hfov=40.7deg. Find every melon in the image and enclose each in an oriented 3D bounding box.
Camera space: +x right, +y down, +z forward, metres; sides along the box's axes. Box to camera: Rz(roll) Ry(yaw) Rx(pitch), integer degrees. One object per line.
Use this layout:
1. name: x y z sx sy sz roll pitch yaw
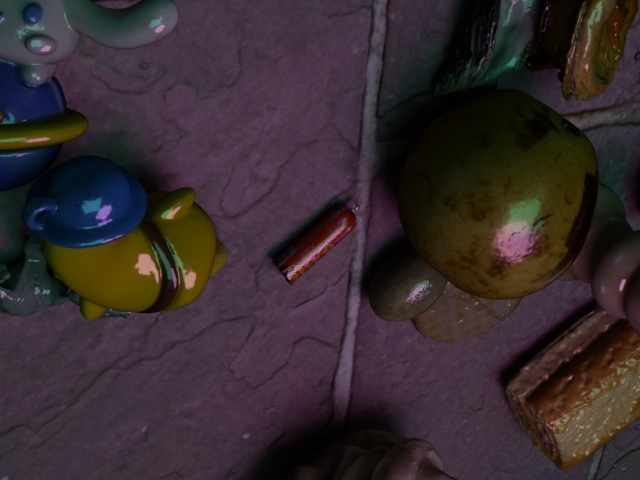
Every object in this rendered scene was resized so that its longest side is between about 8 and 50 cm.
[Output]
1. melon: 0.130 0.065 1.279 0.130 0.098 0.098 -46 131 4

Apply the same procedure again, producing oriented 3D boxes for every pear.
1. pear: 0.241 -0.059 1.157 0.284 0.283 0.283 -15 126 -22

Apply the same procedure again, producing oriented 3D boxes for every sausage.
1. sausage: 0.000 0.000 1.198 0.145 0.048 0.050 -42 137 -3

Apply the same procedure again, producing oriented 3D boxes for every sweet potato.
1. sweet potato: 0.336 -0.256 1.242 0.115 0.026 0.026 -12 125 -18

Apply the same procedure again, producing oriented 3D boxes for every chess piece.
1. chess piece: 0.454 0.035 1.297 0.182 0.330 0.182 -14 126 -21

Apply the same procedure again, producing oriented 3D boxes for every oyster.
1. oyster: 0.249 -0.307 1.117 0.199 0.087 0.252 -43 158 -31

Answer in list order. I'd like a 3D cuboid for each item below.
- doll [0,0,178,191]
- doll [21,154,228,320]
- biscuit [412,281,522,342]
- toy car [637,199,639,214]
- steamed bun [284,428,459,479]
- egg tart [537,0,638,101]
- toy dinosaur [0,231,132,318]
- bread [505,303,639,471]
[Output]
1. doll: -0.284 -0.169 0.841 0.311 0.159 0.242 -2 96 2
2. doll: -0.214 0.013 0.960 0.199 0.145 0.363 -50 158 1
3. biscuit: 0.245 0.085 1.388 0.220 0.033 0.219 -13 133 -15
4. toy car: 0.686 -0.071 1.472 0.314 0.198 0.165 24 72 -35
5. steamed bun: 0.052 0.433 1.345 0.339 0.352 0.247 -40 95 3
6. egg tart: 0.361 -0.299 1.151 0.241 0.106 0.241 -47 148 -41
7. toy dinosaur: -0.374 0.038 0.972 0.383 0.076 0.129 12 130 -37
8. bread: 0.535 0.239 1.585 0.375 0.165 0.236 -39 133 -5
